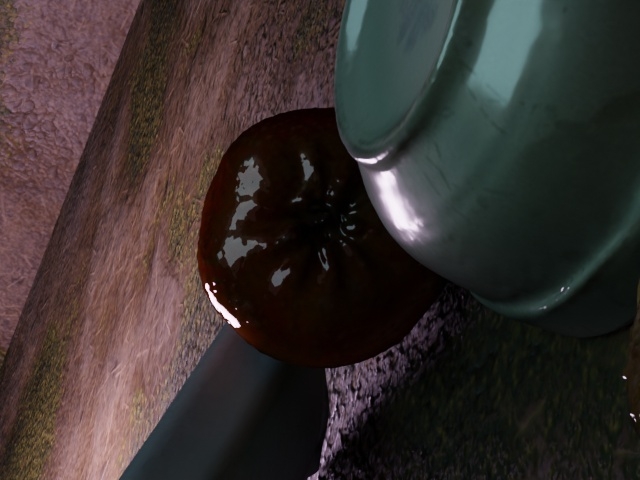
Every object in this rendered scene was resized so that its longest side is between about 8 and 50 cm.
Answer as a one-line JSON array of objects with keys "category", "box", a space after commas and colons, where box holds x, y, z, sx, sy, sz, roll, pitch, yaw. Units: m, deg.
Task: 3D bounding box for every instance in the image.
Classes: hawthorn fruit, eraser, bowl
[{"category": "hawthorn fruit", "box": [0.000, 0.000, 1.115, 0.200, 0.179, 0.179, 141, 142, -82]}, {"category": "eraser", "box": [-0.081, 0.188, 1.109, 0.290, 0.104, 0.189, -57, -16, -59]}, {"category": "bowl", "box": [0.113, -0.109, 0.882, 0.307, 0.163, 0.307, -167, 90, -70]}]

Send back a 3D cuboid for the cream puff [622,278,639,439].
[{"category": "cream puff", "box": [0.193, 0.033, 0.559, 0.189, 0.129, 0.189, -60, 14, 27]}]
